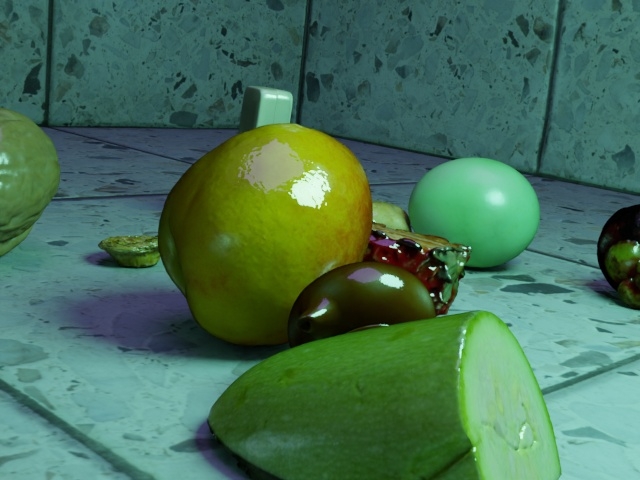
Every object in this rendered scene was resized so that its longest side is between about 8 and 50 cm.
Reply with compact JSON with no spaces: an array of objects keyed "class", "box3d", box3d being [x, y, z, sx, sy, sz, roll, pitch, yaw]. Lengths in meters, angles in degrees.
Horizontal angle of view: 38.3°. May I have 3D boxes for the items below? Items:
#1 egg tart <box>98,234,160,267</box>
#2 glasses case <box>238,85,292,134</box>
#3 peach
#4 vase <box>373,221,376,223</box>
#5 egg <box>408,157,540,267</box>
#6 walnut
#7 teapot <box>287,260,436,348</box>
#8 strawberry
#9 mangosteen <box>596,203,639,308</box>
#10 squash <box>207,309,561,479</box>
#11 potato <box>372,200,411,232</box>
[{"class":"egg tart","box3d":[-0.324,0.018,1.609,0.128,0.049,0.129,0,9,0]},{"class":"glasses case","box3d":[-0.127,-0.156,1.881,0.070,0.313,0.131,5,11,-21]},{"class":"peach","box3d":[-0.060,-0.015,1.253,0.308,0.289,0.289,-25,21,-15]},{"class":"vase","box3d":[0.000,0.000,1.791,0.214,0.086,0.086,3,11,9]},{"class":"egg","box3d":[0.305,-0.057,1.852,0.269,0.220,0.220,11,13,28]},{"class":"walnut","box3d":[-0.581,-0.101,1.524,0.252,0.277,0.313,48,29,9]},{"class":"teapot","box3d":[0.066,0.126,1.088,0.252,0.178,0.135,31,34,-30]},{"class":"strawberry","box3d":[0.088,0.045,1.432,0.280,0.150,0.253,14,6,6]},{"class":"mangosteen","box3d":[0.605,0.029,1.688,0.209,0.210,0.210,6,12,-1]},{"class":"squash","box3d":[0.042,0.196,0.912,0.309,0.210,0.233,-20,1,27]},{"class":"potato","box3d":[0.106,-0.027,1.888,0.178,0.109,0.118,-6,36,-28]}]
